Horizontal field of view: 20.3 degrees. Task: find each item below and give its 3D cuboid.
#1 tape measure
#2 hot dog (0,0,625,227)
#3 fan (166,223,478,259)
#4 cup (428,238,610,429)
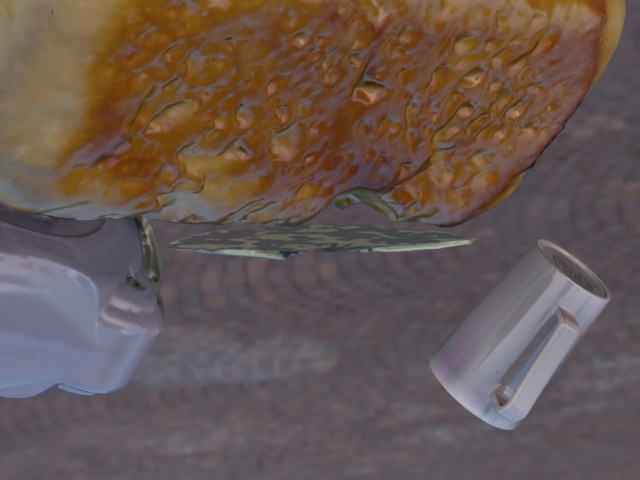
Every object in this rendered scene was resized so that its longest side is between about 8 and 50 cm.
[{"bbox_3d":[-0.171,-0.012,0.832,0.196,0.178,0.105,11,118,-44],"label":"tape measure"},{"bbox_3d":[-0.027,-0.092,0.611,0.257,0.153,0.150,0,133,-42],"label":"hot dog"},{"bbox_3d":[0.000,0.000,1.370,0.240,0.009,0.131,-2,-169,-9],"label":"fan"},{"bbox_3d":[0.131,0.068,1.153,0.074,0.104,0.116,33,109,-16],"label":"cup"}]
